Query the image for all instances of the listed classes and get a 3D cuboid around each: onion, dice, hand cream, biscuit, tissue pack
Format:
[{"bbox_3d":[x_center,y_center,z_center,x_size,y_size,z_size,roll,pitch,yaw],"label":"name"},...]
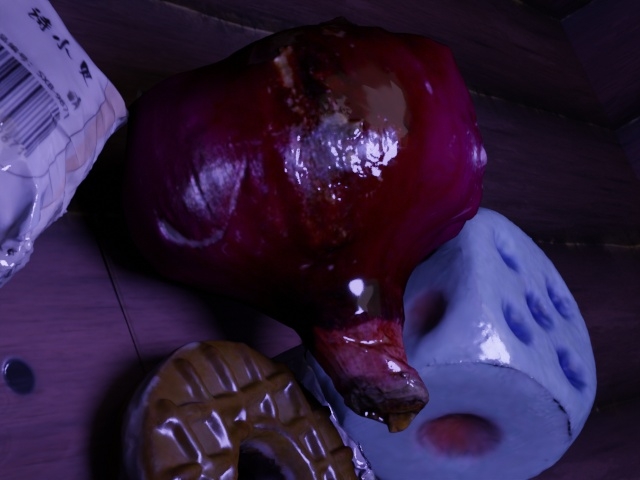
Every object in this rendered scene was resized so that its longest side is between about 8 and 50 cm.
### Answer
[{"bbox_3d":[0.000,0.000,1.238,0.398,0.398,0.420,-3,78,-58],"label":"onion"},{"bbox_3d":[0.159,0.137,1.442,0.264,0.268,0.262,39,34,-30],"label":"dice"},{"bbox_3d":[0.011,0.236,1.328,0.257,0.084,0.050,57,13,-14],"label":"hand cream"},{"bbox_3d":[-0.072,0.251,1.151,0.332,0.103,0.332,37,37,-35],"label":"biscuit"},{"bbox_3d":[-0.351,-0.156,1.002,0.375,0.195,0.390,49,26,-15],"label":"tissue pack"}]
